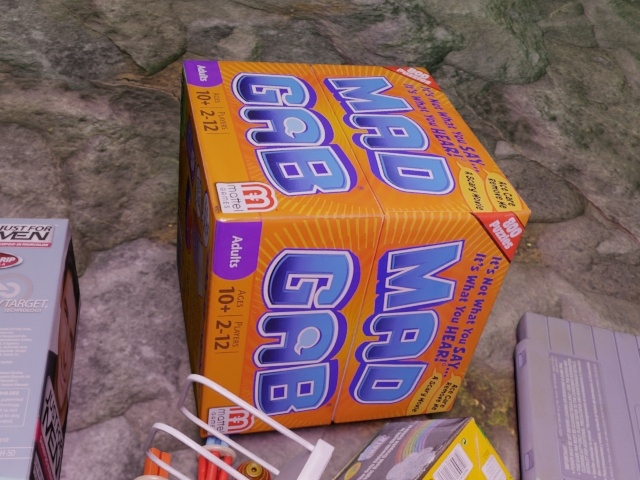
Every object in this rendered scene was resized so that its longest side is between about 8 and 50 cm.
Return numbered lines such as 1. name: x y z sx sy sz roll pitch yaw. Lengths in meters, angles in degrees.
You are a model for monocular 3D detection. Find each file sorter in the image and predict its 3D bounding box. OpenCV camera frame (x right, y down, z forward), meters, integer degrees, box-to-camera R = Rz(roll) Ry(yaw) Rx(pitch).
1. file sorter: -0.144 0.303 0.742 0.173 0.193 0.278 33 60 1

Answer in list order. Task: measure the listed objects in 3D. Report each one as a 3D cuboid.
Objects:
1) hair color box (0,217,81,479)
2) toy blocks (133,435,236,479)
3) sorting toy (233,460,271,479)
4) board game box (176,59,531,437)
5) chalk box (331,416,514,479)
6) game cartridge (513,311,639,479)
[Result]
1. hair color box: -0.377 0.166 0.891 0.113 0.185 0.374 0 47 -12
2. toy blocks: -0.170 0.293 0.907 0.123 0.054 0.148 8 45 -6
3. sorting toy: -0.067 0.317 0.915 0.102 0.042 0.061 28 47 14
4. board game box: 0.000 0.000 0.986 0.356 0.357 0.356 -2 40 -16
5. chalk box: 0.111 0.309 0.876 0.132 0.213 0.132 -37 96 -35
6. game cartridge: 0.401 0.273 1.052 0.230 0.068 0.355 10 45 2
